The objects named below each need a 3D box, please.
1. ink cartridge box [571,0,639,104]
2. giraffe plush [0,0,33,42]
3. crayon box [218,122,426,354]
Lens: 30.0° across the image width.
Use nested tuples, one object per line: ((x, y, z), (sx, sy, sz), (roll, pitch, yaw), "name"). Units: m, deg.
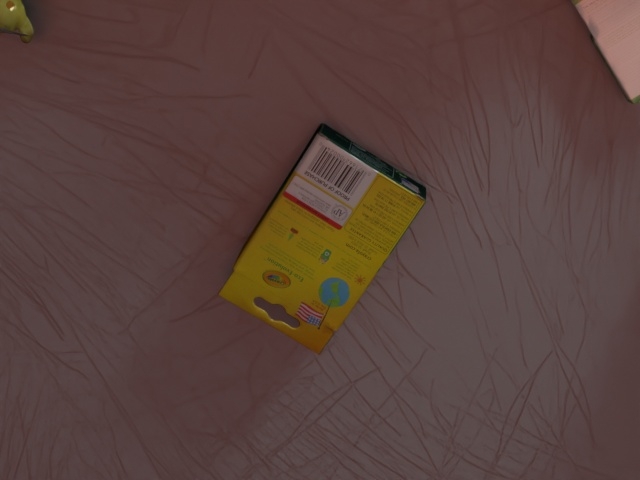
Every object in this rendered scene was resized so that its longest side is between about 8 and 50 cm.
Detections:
((0.475, -0.343, 1.768), (0.171, 0.056, 0.235), (-31, 100, 13), "ink cartridge box")
((-0.502, -0.405, 1.785), (0.210, 0.181, 0.170), (14, 88, 11), "giraffe plush")
((0.000, 0.000, 1.910), (0.202, 0.081, 0.318), (32, 108, -6), "crayon box")
